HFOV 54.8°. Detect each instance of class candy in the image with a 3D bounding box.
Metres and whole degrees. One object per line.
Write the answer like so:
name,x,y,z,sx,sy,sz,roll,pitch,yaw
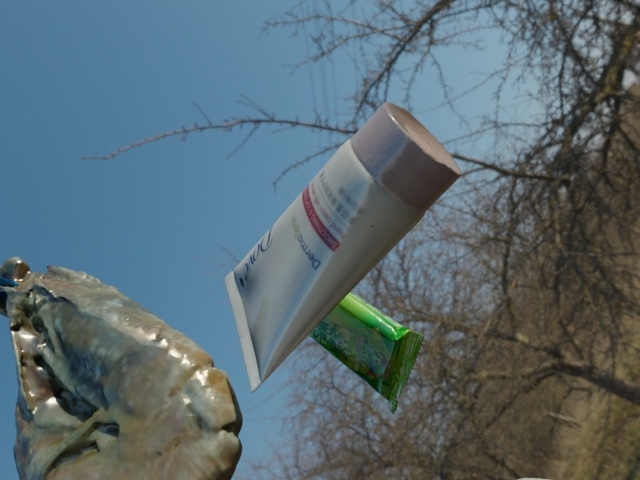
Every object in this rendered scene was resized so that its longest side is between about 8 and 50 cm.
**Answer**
candy,0.037,0.105,0.709,0.032,0.178,0.102,-16,-53,-39

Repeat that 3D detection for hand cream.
hand cream,0.000,0.000,0.518,0.083,0.133,0.248,27,-64,-36

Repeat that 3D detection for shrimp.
shrimp,-0.261,0.151,0.667,0.221,0.445,0.110,-50,-33,-12

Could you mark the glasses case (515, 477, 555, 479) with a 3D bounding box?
glasses case,0.320,0.366,0.854,0.063,0.041,0.164,-47,15,-32
